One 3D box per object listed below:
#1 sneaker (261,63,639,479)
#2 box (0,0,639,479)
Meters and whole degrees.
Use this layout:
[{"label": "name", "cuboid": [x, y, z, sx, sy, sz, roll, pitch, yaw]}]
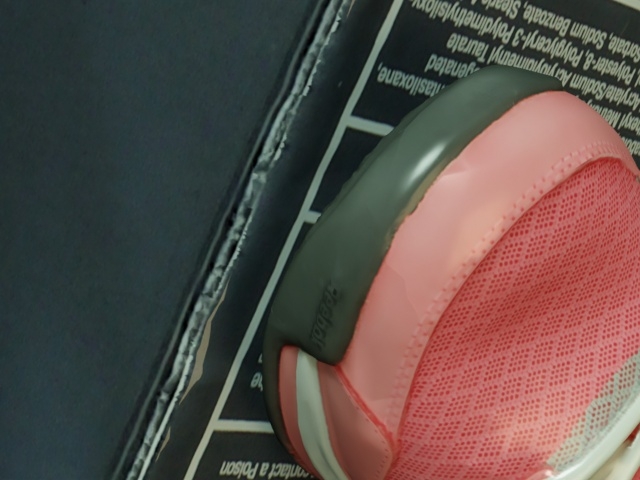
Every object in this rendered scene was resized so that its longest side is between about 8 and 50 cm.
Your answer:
[{"label": "sneaker", "cuboid": [0.088, 0.078, 0.522, 0.116, 0.136, 0.314, -44, 142, -19]}, {"label": "box", "cuboid": [0.000, 0.000, 0.629, 0.296, 0.183, 0.294, 10, 106, -52]}]
